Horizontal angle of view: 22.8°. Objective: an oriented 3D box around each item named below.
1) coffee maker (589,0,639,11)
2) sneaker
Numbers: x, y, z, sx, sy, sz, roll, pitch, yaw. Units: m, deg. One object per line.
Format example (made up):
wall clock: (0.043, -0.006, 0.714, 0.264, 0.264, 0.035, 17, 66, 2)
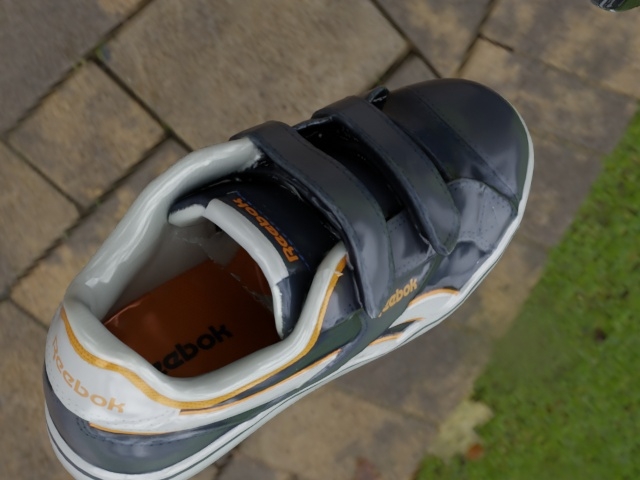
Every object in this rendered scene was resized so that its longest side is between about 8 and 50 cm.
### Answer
coffee maker: (0.215, -0.214, 0.926, 0.120, 0.171, 0.178, -4, 155, -27)
sneaker: (0.000, 0.000, 0.803, 0.321, 0.126, 0.127, -39, 160, -26)
